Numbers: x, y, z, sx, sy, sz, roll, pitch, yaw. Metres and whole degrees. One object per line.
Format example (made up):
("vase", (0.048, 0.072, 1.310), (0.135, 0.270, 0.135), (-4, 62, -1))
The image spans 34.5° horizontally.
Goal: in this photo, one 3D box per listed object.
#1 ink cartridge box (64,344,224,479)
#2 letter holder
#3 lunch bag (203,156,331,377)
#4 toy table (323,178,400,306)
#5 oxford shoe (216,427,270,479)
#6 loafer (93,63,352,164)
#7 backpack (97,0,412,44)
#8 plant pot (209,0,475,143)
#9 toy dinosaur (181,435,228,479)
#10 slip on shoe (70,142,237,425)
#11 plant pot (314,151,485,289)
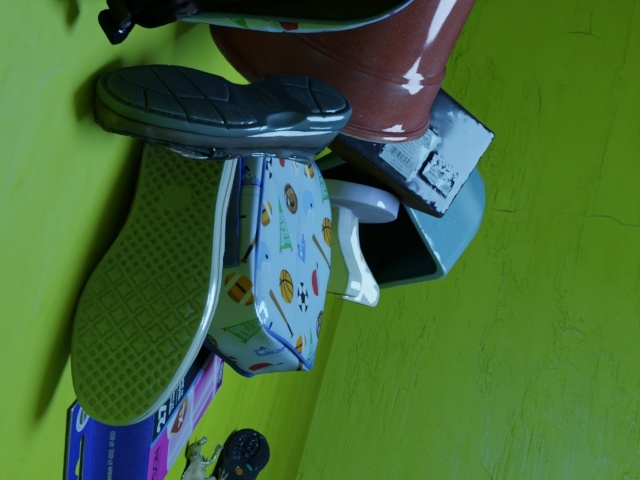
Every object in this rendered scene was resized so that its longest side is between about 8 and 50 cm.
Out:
("ink cartridge box", (-0.185, 0.173, 1.167), (0.371, 0.069, 0.176), (-55, 157, -64))
("letter holder", (0.065, -0.189, 1.527), (0.152, 0.302, 0.214), (-57, -155, -5))
("lunch bag", (-0.074, -0.004, 1.219), (0.243, 0.115, 0.303), (50, 37, -59))
("toy table", (0.000, 0.000, 1.612), (0.274, 0.252, 0.161), (176, -71, -70))
("oxford shoe", (-0.152, 0.415, 1.806), (0.096, 0.082, 0.227), (-59, -178, 30))
("loafer", (-0.086, -0.099, 0.930), (0.267, 0.096, 0.084), (-5, 134, -41))
("backpack", (-0.022, -0.279, 0.805), (0.213, 0.263, 0.277), (-55, 157, -70))
("plant pot", (0.059, -0.288, 1.081), (0.265, 0.272, 0.272), (-60, -178, 30))
("toy dinosaur", (-0.187, 0.366, 1.567), (0.092, 0.053, 0.183), (-33, 131, -57))
("slip on shoe", (-0.148, 0.020, 0.983), (0.101, 0.123, 0.331), (96, 5, -65))
("plant pot", (0.143, -0.087, 1.805), (0.252, 0.247, 0.247), (-40, 106, -38))
